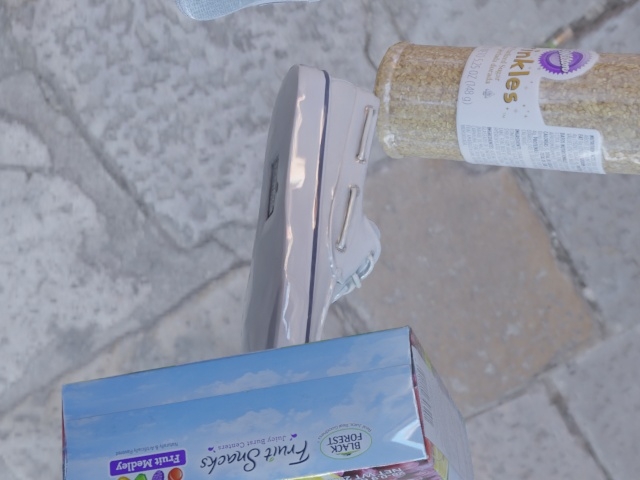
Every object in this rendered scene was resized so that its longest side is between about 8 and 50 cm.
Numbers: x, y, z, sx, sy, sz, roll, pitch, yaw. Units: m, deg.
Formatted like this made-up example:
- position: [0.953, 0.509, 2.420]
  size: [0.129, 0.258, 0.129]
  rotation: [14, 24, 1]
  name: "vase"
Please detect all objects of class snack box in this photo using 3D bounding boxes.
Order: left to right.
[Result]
- position: [-0.014, 0.117, 0.603]
  size: [0.174, 0.070, 0.207]
  rotation: [-11, 158, 11]
  name: "snack box"

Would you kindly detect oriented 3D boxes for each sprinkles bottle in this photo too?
- position: [0.231, -0.123, 1.072]
  size: [0.355, 0.121, 0.121]
  rotation: [6, 130, 25]
  name: "sprinkles bottle"

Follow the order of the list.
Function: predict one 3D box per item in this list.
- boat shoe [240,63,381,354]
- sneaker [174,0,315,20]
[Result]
- position: [0.000, 0.000, 0.835]
  size: [0.088, 0.268, 0.096]
  rotation: [13, 153, -17]
  name: "boat shoe"
- position: [-0.070, -0.348, 1.445]
  size: [0.258, 0.091, 0.094]
  rotation: [-15, 118, -16]
  name: "sneaker"
